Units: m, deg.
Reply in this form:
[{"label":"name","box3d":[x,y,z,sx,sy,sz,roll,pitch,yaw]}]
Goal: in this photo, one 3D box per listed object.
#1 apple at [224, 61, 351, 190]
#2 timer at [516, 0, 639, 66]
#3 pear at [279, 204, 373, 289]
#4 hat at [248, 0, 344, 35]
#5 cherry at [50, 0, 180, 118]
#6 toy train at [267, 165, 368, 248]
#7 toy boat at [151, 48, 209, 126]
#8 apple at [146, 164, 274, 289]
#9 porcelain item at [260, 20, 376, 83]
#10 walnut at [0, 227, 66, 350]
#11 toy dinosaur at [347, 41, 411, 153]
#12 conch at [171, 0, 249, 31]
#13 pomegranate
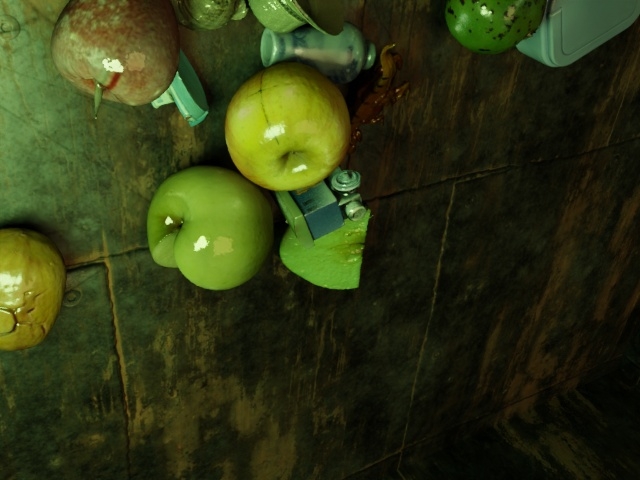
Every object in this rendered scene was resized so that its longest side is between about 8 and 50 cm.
[{"label":"apple","box3d":[-0.073,-0.249,1.452,0.286,0.233,0.286,-5,144,-3]},{"label":"timer","box3d":[0.678,-0.687,1.763,0.395,0.173,0.394,-18,131,-22]},{"label":"pear","box3d":[-0.001,-0.005,1.828,0.239,0.139,0.288,-6,130,-14]},{"label":"hat","box3d":[-0.076,-0.504,1.375,0.130,0.257,0.257,-26,143,29]},{"label":"cherry","box3d":[-0.373,-0.354,1.224,0.213,0.236,0.285,60,41,-81]},{"label":"toy train","box3d":[-0.020,-0.132,1.600,0.202,0.299,0.131,-25,136,-7]},{"label":"toy boat","box3d":[-0.314,-0.325,1.409,0.102,0.088,0.215,-12,138,16]},{"label":"apple","box3d":[-0.246,-0.028,1.523,0.254,0.292,0.291,-1,123,-49]},{"label":"porcelain item","box3d":[-0.001,-0.430,1.511,0.259,0.141,0.141,-1,122,-24]},{"label":"walnut","box3d":[-0.641,0.115,1.411,0.203,0.203,0.297,-9,119,-30]},{"label":"toy dinosaur","box3d":[0.151,-0.381,1.629,0.208,0.097,0.432,-42,166,-30]},{"label":"conch","box3d":[-0.230,-0.489,1.342,0.155,0.130,0.207,-23,168,26]},{"label":"pomegranate","box3d":[0.410,-0.580,1.620,0.254,0.271,0.254,-53,175,-7]}]
